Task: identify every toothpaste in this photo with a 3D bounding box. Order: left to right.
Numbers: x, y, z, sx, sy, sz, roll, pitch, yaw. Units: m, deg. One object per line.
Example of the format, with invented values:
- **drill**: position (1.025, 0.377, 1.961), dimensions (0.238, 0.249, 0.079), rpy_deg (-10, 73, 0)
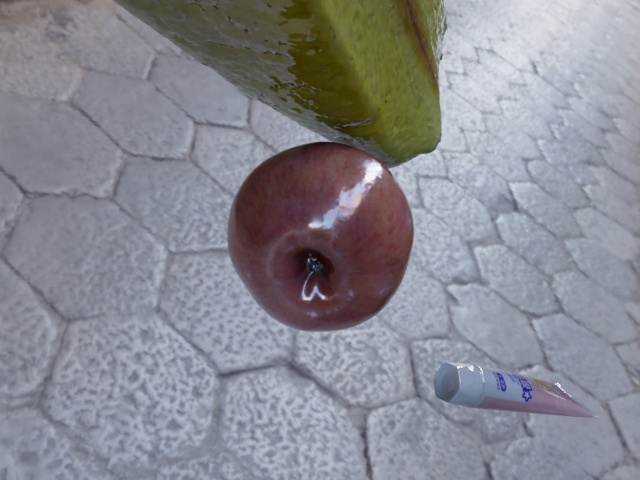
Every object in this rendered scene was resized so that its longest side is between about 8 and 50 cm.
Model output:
- **toothpaste**: position (0.203, 0.157, 0.738), dimensions (0.194, 0.043, 0.067), rpy_deg (13, 16, -31)

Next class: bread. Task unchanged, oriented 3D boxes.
- **bread**: position (-0.028, -0.217, 0.579), dimensions (0.245, 0.233, 0.362), rpy_deg (14, -18, 23)

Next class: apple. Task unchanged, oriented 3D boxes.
- **apple**: position (0.000, 0.000, 0.572), dimensions (0.153, 0.153, 0.120), rpy_deg (32, 21, -4)
